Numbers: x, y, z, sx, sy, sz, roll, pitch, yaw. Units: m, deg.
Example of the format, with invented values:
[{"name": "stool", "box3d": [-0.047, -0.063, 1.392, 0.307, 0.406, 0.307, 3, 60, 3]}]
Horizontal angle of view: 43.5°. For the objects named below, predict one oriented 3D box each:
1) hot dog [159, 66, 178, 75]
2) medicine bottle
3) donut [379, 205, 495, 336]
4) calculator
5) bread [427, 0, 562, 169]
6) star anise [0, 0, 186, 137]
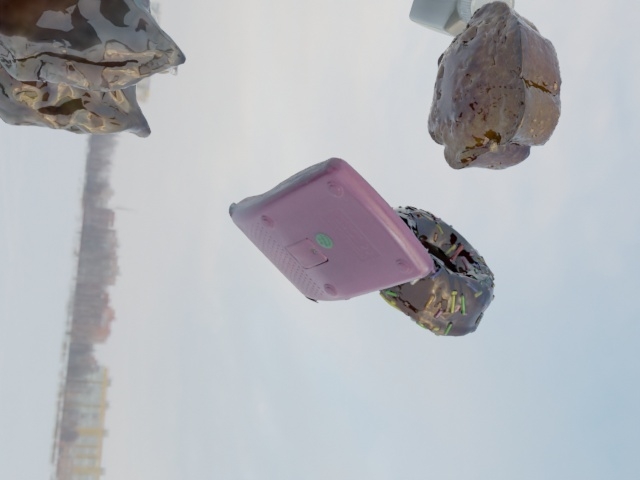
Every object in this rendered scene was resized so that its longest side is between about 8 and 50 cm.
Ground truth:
[{"name": "hot dog", "box3d": [-0.245, -0.264, 1.081, 0.053, 0.099, 0.192, -57, -138, 9]}, {"name": "medicine bottle", "box3d": [0.246, -0.418, 1.389, 0.188, 0.088, 0.132, 46, -61, 57]}, {"name": "donut", "box3d": [0.161, 0.036, 1.193, 0.089, 0.235, 0.235, -53, -149, 27]}, {"name": "calculator", "box3d": [0.000, 0.000, 0.682, 0.034, 0.127, 0.190, -50, -163, -29]}, {"name": "bread", "box3d": [0.252, -0.226, 1.202, 0.232, 0.135, 0.247, -29, -124, 53]}, {"name": "star anise", "box3d": [-0.153, -0.119, 0.341, 0.089, 0.209, 0.231, -44, -171, -21]}]
